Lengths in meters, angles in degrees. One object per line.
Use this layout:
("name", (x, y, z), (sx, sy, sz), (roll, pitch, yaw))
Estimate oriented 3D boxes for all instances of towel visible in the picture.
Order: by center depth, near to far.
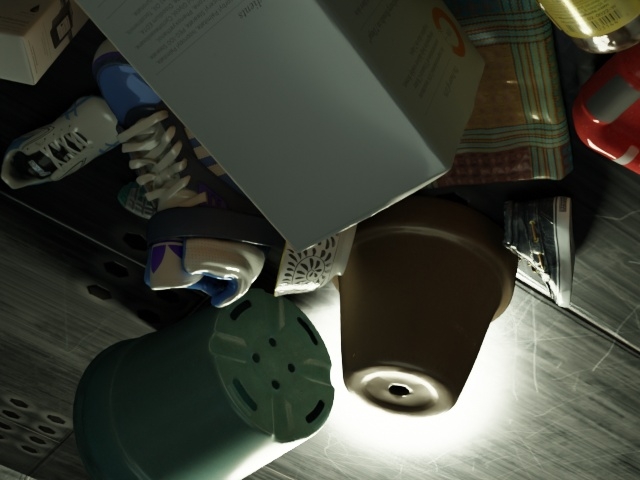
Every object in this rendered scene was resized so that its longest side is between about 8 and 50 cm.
("towel", (0.114, -0.189, 0.831), (0.271, 0.040, 0.370), (-3, 138, 25))

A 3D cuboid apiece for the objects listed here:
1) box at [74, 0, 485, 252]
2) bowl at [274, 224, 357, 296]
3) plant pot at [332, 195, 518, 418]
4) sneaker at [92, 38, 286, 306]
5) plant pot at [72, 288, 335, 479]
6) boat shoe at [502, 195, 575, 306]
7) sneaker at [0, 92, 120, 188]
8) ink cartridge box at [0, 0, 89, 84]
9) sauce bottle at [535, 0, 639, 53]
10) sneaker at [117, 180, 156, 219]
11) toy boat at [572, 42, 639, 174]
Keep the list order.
("box", (-0.037, -0.201, 0.643), (0.168, 0.215, 0.345), (-29, 110, 34))
("bowl", (0.000, 0.000, 0.987), (0.080, 0.170, 0.170), (16, 142, 0))
("plant pot", (0.127, 0.107, 1.041), (0.263, 0.229, 0.263), (9, 142, 7))
("sneaker", (-0.176, -0.063, 0.931), (0.130, 0.236, 0.323), (-16, 133, 35))
("plant pot", (-0.175, 0.260, 1.288), (0.341, 0.341, 0.334), (38, 129, -25))
("boat shoe", (0.286, 0.014, 1.006), (0.083, 0.065, 0.183), (2, 134, 22))
("sneaker", (-0.345, -0.126, 1.042), (0.237, 0.086, 0.085), (-19, 128, 35))
("ink cartridge box", (-0.330, -0.245, 0.836), (0.109, 0.150, 0.063), (12, 138, 6))
("sauce bottle", (0.161, -0.276, 0.589), (0.111, 0.111, 0.344), (-20, 145, 38))
("sneaker", (-0.216, -0.034, 1.129), (0.166, 0.065, 0.076), (18, 146, 0))
("toy boat", (0.369, -0.091, 0.766), (0.231, 0.151, 0.151), (25, 142, -11))
